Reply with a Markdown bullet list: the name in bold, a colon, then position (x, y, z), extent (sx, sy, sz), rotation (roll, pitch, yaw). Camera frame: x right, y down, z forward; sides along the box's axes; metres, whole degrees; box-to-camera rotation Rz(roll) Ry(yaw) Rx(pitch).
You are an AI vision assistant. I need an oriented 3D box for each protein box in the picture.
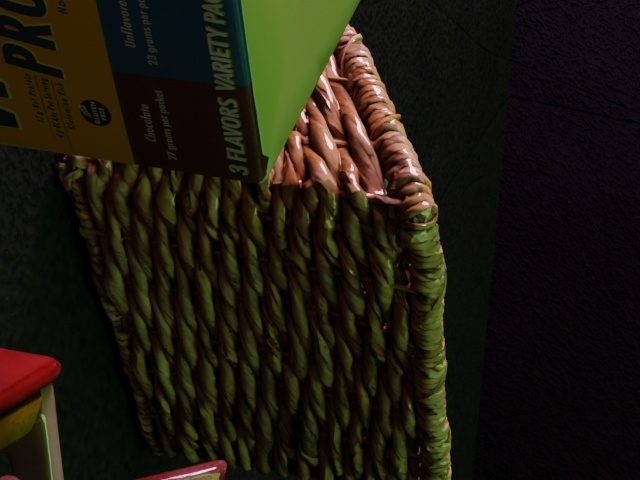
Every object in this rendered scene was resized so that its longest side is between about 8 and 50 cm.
- **protein box**: position (-0.090, -0.148, 0.556), extent (0.200, 0.201, 0.136), rotation (-65, 157, -43)

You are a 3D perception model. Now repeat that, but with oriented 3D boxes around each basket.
- **basket**: position (0.000, 0.000, 0.908), extent (0.299, 0.223, 0.213), rotation (81, 25, -45)

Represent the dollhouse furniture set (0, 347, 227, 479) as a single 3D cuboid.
- **dollhouse furniture set**: position (-0.152, 0.101, 0.488), extent (0.374, 0.201, 0.152), rotation (-36, 133, -66)
